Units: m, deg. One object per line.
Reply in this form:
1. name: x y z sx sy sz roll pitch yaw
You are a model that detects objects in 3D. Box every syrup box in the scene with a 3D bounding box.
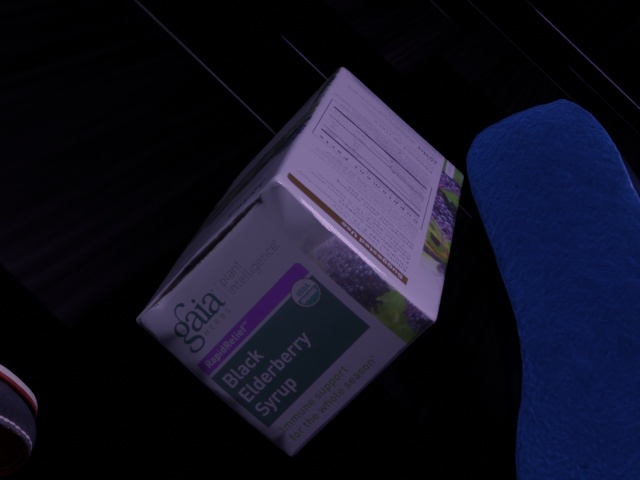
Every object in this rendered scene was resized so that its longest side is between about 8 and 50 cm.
1. syrup box: 0.000 0.000 0.765 0.096 0.093 0.237 42 18 -7

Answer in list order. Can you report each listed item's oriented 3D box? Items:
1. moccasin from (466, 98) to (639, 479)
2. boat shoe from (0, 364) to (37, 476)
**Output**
1. moccasin: 0.164 0.078 0.812 0.117 0.137 0.342 59 22 -51
2. boat shoe: -0.135 0.052 0.441 0.137 0.049 0.043 21 32 -44
